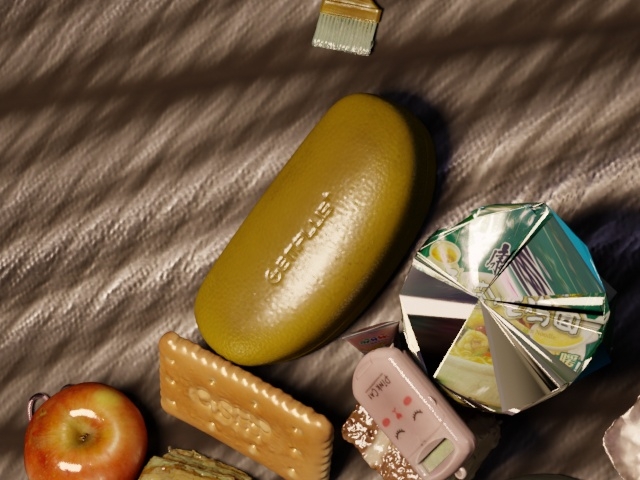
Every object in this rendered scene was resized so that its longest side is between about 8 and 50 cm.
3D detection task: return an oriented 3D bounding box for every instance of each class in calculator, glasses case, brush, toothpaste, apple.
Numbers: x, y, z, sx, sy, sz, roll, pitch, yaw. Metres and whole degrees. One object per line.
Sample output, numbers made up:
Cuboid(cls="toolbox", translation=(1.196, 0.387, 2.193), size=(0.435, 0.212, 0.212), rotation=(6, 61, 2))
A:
Cuboid(cls="calculator", translation=(0.105, 0.195, 1.780), size=(0.175, 0.032, 0.100), rotation=(50, 138, 12))
Cuboid(cls="glasses case", translation=(0.000, 0.000, 1.931), size=(0.173, 0.141, 0.371), rotation=(40, 101, 16))
Cuboid(cls="brush", translation=(0.051, -0.340, 1.996), size=(0.082, 0.010, 0.218), rotation=(15, 92, 20))
Cuboid(cls="toothpaste", translation=(0.068, 0.116, 1.870), size=(0.067, 0.194, 0.043), rotation=(-16, 78, 4))
Cuboid(cls="apple", translation=(-0.295, 0.260, 2.017), size=(0.163, 0.139, 0.163), rotation=(1, 65, -3))

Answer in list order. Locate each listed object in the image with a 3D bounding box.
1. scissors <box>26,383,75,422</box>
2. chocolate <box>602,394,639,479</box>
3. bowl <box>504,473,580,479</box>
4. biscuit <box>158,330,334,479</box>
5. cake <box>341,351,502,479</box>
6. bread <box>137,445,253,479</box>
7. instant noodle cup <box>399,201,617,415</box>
Cuboid(cls="scissors", translation=(-0.333, 0.279, 2.101), size=(0.085, 0.022, 0.176), rotation=(-17, 79, 11))
Cuboid(cls="chocolate", translation=(0.471, 0.188, 1.775), size=(0.303, 0.100, 0.185), rotation=(-47, 64, 10))
Cuboid(cls="bowl", translation=(0.242, 0.417, 1.823), size=(0.289, 0.146, 0.289), rotation=(-1, 88, 20))
Cuboid(cls="biscuit", translation=(-0.095, 0.215, 1.963), size=(0.249, 0.160, 0.030), rotation=(28, 53, 18))
Cuboid(cls="cake", translation=(0.124, 0.220, 1.878), size=(0.147, 0.135, 0.134), rotation=(36, 103, 21))
Cuboid(cls="bread", translation=(-0.168, 0.368, 1.997), size=(0.138, 0.102, 0.196), rotation=(13, 91, 17))
Cuboid(cls="instant noodle cup", translation=(0.224, 0.078, 1.826), size=(0.240, 0.178, 0.240), rotation=(-1, 87, 20))
